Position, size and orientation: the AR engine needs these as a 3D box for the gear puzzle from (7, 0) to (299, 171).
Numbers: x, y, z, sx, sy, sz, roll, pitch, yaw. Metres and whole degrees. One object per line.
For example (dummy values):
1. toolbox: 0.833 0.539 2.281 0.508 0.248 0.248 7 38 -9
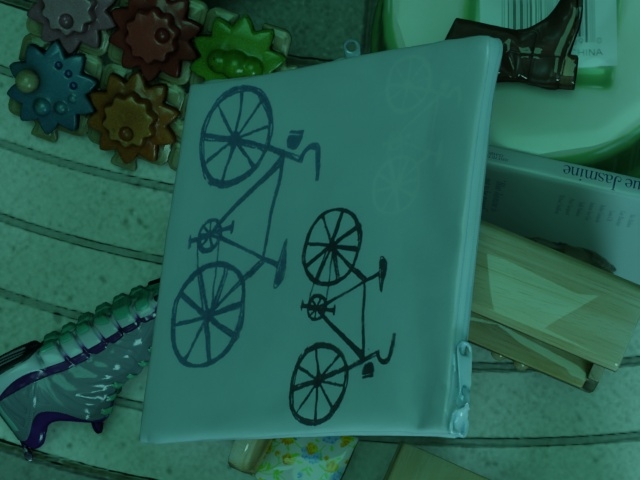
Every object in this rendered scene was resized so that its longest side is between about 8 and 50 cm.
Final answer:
1. gear puzzle: -0.115 -0.125 1.616 0.339 0.044 0.175 19 111 6

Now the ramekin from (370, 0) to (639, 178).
1. ramekin: 0.191 -0.183 1.583 0.303 0.148 0.303 -1 82 4

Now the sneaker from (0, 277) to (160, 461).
1. sneaker: -0.184 0.109 1.620 0.223 0.083 0.098 -26 102 5

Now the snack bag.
1. snack bag: 0.000 0.000 1.436 0.342 0.037 0.323 -7 69 41

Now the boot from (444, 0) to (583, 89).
1. boot: 0.155 -0.176 1.493 0.114 0.037 0.106 6 80 10

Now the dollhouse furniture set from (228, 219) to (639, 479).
1. dollhouse furniture set: 0.106 0.203 1.477 0.362 0.256 0.394 23 83 9

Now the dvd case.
1. dvd case: 0.234 -0.009 1.542 0.253 0.180 0.022 13 65 6
